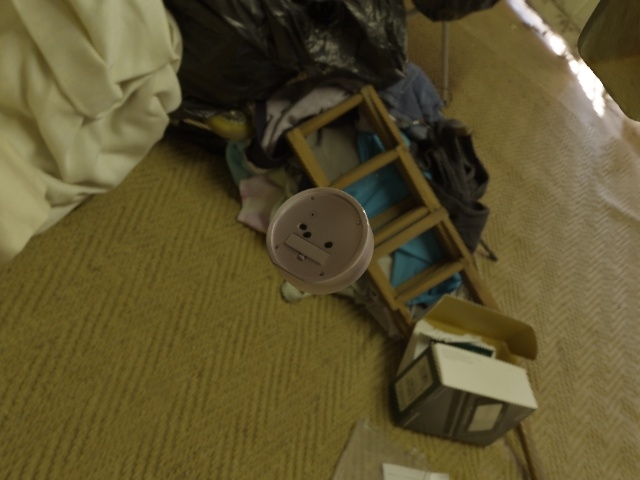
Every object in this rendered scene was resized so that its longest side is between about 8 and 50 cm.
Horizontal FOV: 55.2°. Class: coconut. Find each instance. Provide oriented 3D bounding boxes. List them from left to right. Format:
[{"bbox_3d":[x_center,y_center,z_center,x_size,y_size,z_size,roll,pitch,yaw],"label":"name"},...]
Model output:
[{"bbox_3d":[0.571,-0.341,0.963,0.329,0.329,0.328,20,45,-21],"label":"coconut"}]

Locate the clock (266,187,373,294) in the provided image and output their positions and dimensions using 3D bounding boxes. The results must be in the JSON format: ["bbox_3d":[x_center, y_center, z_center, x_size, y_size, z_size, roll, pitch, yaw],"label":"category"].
[{"bbox_3d":[0.000,0.000,1.160,0.197,0.068,0.196,-6,64,13],"label":"clock"}]
